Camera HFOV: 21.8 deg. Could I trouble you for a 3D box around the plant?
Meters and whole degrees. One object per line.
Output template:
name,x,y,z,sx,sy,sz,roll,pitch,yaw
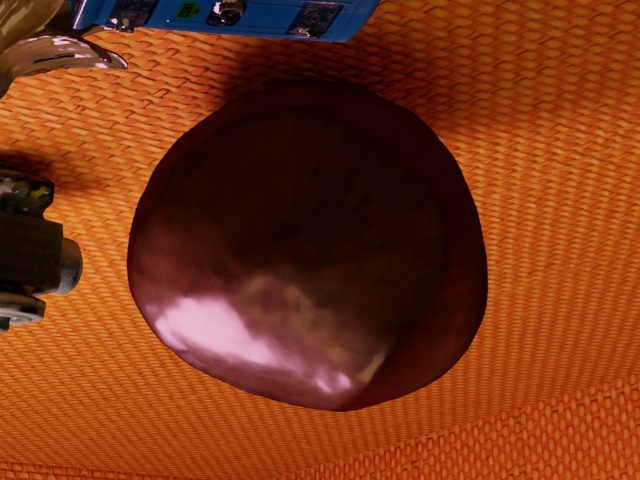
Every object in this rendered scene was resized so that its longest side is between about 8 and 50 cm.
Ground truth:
plant,-0.343,-0.145,1.351,0.306,0.297,0.261,1,137,40

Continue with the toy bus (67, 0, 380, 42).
toy bus,-0.078,-0.223,1.243,0.246,0.134,0.113,2,160,-19

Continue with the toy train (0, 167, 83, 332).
toy train,-0.481,0.000,1.783,0.272,0.179,0.442,-11,162,44

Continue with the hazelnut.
hazelnut,-0.002,0.001,1.639,0.366,0.365,0.366,-3,161,-1
